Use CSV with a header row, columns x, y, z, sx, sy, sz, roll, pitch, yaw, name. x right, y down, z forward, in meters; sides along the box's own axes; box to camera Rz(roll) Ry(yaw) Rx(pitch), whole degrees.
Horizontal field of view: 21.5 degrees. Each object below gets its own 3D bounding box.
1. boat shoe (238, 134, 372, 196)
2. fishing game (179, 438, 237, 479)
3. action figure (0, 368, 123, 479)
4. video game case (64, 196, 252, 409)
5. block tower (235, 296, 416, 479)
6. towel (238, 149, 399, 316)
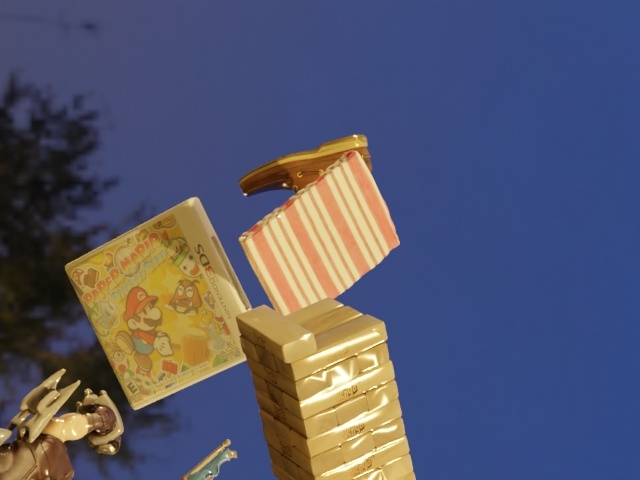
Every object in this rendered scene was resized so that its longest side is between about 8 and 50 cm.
x,y,z,sx,sy,sz,roll,pitch,yaw,name
-0.019,-0.084,2.176,0.064,0.178,0.060,8,66,-80,boat shoe
-0.187,0.363,2.358,0.189,0.041,0.264,-42,-177,11,fishing game
-0.183,0.220,1.285,0.185,0.285,0.099,-51,-158,-9,action figure
-0.194,0.082,2.097,0.227,0.026,0.206,-26,-91,33,video game case
0.022,0.210,1.404,0.091,0.097,0.335,23,-49,58,block tower
0.000,0.000,2.030,0.029,0.197,0.144,17,-41,54,towel
